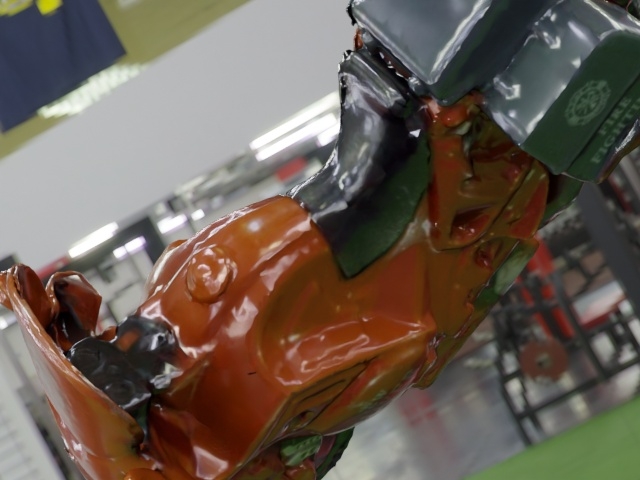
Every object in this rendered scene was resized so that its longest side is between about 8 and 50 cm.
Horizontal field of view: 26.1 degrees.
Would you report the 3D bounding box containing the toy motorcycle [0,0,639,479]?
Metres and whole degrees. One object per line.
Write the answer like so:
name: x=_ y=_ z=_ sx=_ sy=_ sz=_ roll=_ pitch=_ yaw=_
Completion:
toy motorcycle: x=0.000 y=0.000 z=0.552 sx=0.221 sy=0.148 sz=0.325 roll=12 pitch=-61 yaw=-50
